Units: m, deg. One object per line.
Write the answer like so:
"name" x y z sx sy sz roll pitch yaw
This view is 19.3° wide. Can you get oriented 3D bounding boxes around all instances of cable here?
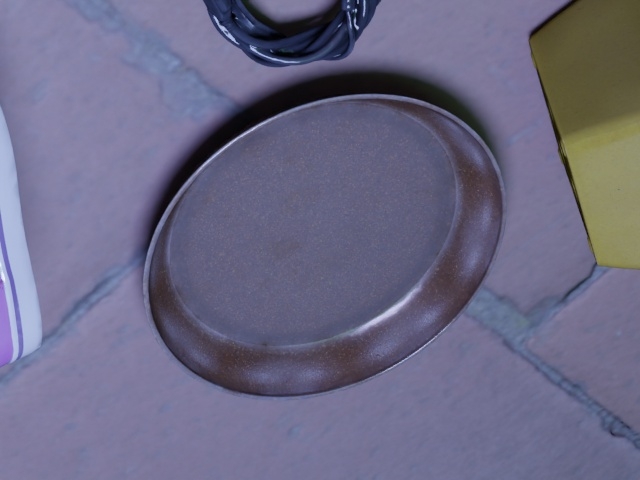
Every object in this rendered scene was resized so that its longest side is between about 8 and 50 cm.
"cable" -0.018 -0.206 1.370 0.151 0.047 0.184 -33 129 -2

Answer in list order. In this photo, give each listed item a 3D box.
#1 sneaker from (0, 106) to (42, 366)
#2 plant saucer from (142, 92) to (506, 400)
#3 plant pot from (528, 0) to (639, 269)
"sneaker" -0.293 -0.025 1.282 0.161 0.102 0.282 -19 107 -28
"plant saucer" 0.000 0.000 1.539 0.311 0.050 0.310 -13 131 -15
"plant pot" 0.280 -0.096 1.493 0.187 0.212 0.212 -17 133 7
